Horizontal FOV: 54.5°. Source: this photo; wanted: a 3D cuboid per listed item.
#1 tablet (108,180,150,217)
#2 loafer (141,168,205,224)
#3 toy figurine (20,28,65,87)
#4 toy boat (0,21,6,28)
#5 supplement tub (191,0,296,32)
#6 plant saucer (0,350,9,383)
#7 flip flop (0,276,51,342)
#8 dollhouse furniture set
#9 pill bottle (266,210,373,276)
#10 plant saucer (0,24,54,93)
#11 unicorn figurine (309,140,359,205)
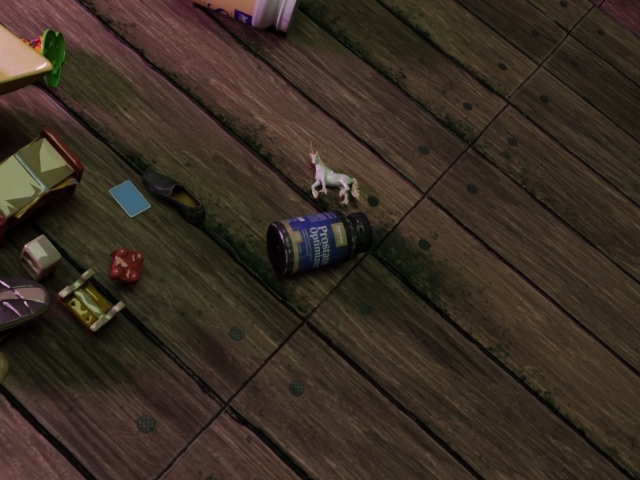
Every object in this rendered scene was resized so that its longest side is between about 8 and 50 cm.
[{"bbox_3d":[-0.419,-0.092,1.366,0.054,0.006,0.083,-35,77,-31],"label":"tablet"},{"bbox_3d":[-0.322,-0.109,1.375,0.170,0.061,0.062,35,58,4],"label":"loafer"},{"bbox_3d":[-0.688,-0.430,1.423,0.159,0.130,0.173,2,38,-6],"label":"toy figurine"},{"bbox_3d":[-0.871,-0.468,1.369,0.318,0.148,0.268,-15,62,-17],"label":"toy boat"},{"bbox_3d":[-0.208,-0.714,1.655,0.331,0.241,0.241,21,57,-6],"label":"supplement tub"},{"bbox_3d":[-0.606,0.229,1.115,0.083,0.015,0.084,8,59,-13],"label":"plant saucer"},{"bbox_3d":[-0.619,0.159,1.117,0.277,0.080,0.112,-30,56,-13],"label":"flip flop"},{"bbox_3d":[-0.507,-0.009,1.232,0.374,0.152,0.201,50,57,-7],"label":"dollhouse furniture set"},{"bbox_3d":[0.000,0.000,1.382,0.219,0.123,0.123,-12,66,-23],"label":"pill bottle"},{"bbox_3d":[-0.715,-0.330,1.090,0.332,0.081,0.333,37,36,7],"label":"plant saucer"},{"bbox_3d":[0.021,-0.151,1.521,0.161,0.060,0.111,24,55,-23],"label":"unicorn figurine"}]
